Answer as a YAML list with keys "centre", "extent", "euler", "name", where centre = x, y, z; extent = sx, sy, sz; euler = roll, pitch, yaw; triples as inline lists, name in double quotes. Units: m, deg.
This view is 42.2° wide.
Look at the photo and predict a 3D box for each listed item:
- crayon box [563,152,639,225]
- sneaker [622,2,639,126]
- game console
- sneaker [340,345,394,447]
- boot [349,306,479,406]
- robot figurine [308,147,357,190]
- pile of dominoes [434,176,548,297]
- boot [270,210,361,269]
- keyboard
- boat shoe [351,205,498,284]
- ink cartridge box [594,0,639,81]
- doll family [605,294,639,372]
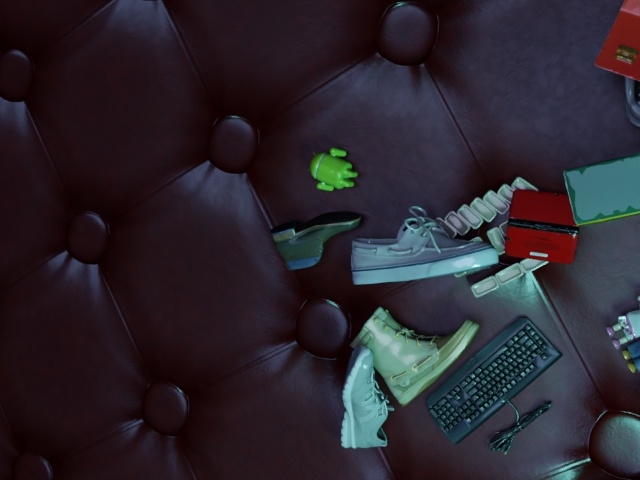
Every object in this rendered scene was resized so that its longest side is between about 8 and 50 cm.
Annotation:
- centre: [0.626, -0.113, 1.502]
  extent: [0.313, 0.363, 0.106]
  euler: [-14, 88, 22]
  name: "crayon box"
- centre: [0.639, -0.372, 1.608]
  extent: [0.111, 0.129, 0.297]
  euler: [-4, 91, 25]
  name: "sneaker"
- centre: [0.468, -0.029, 1.745]
  extent: [0.144, 0.085, 0.124]
  euler: [8, 123, 16]
  name: "game console"
- centre: [0.110, 0.352, 1.867]
  extent: [0.115, 0.105, 0.281]
  euler: [6, 124, 8]
  name: "sneaker"
- centre: [0.204, 0.216, 1.838]
  extent: [0.203, 0.095, 0.262]
  euler: [47, 118, 13]
  name: "boot"
- centre: [0.026, -0.161, 1.904]
  extent: [0.115, 0.067, 0.101]
  euler: [25, 107, 19]
  name: "robot figurine"
- centre: [0.388, -0.010, 1.795]
  extent: [0.251, 0.040, 0.196]
  euler: [-28, 82, 13]
  name: "pile of dominoes"
- centre: [0.000, 0.000, 1.935]
  extent: [0.219, 0.082, 0.106]
  euler: [-10, 111, 18]
  name: "boot"
- centre: [0.394, 0.336, 1.804]
  extent: [0.317, 0.033, 0.201]
  euler: [-46, 77, 19]
  name: "keyboard"
- centre: [0.209, 0.003, 1.777]
  extent: [0.367, 0.136, 0.156]
  euler: [-9, 89, 47]
  name: "boat shoe"
- centre: [0.722, -0.446, 1.514]
  extent: [0.308, 0.091, 0.385]
  euler: [24, 77, 18]
  name: "ink cartridge box"
- centre: [0.697, 0.234, 1.645]
  extent: [0.163, 0.118, 0.262]
  euler: [-31, 64, 27]
  name: "doll family"
